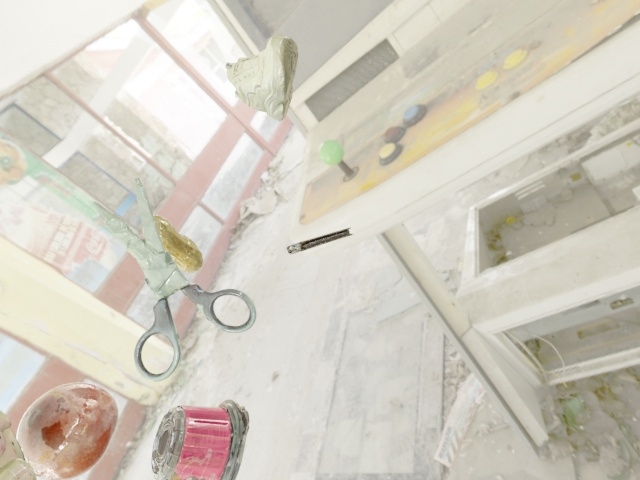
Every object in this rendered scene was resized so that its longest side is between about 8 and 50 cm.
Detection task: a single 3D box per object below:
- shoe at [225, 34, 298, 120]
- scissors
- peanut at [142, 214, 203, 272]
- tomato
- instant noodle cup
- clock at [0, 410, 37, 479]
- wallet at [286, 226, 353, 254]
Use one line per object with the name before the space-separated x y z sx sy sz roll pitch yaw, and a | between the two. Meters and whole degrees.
shoe | -0.186 -0.494 1.219 0.342 0.210 0.132 126 160 -75
scissors | -0.314 0.062 0.816 0.255 0.384 0.029 -27 2 -13
peanut | -0.534 0.009 1.480 0.111 0.275 0.125 -24 37 18
tomato | -0.758 0.559 1.209 0.270 0.227 0.270 -14 50 18
instant noodle cup | -0.347 0.561 1.115 0.303 0.181 0.258 -60 31 11
clock | -0.746 0.457 0.865 0.284 0.309 0.114 -48 -7 27
wallet | 0.000 0.000 1.278 0.198 0.031 0.110 -17 0 -27
